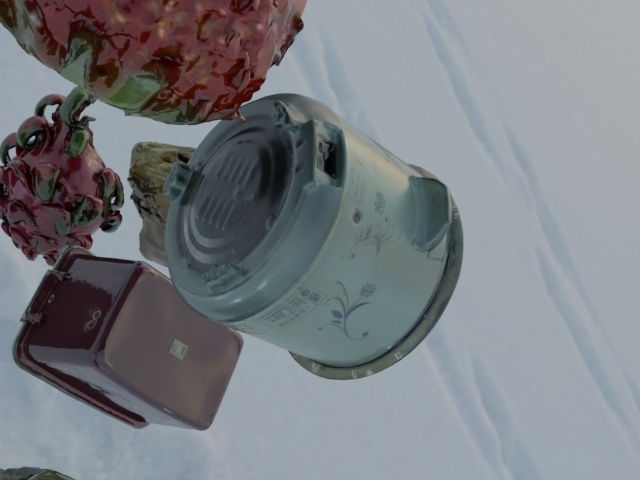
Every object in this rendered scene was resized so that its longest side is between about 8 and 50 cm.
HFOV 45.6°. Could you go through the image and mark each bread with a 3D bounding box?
[{"bbox_3d":[-0.211,-0.039,1.415,0.277,0.324,0.167,7,67,-4],"label":"bread"}]

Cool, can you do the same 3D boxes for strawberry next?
[{"bbox_3d":[-0.111,-0.265,0.617,0.292,0.344,0.292,30,1,-1],"label":"strawberry"}]

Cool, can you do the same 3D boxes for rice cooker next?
[{"bbox_3d":[0.000,0.000,0.823,0.316,0.316,0.264,22,51,-34],"label":"rice cooker"}]

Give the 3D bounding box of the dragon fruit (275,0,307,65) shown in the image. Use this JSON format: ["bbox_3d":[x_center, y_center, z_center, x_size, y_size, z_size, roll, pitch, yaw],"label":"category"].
[{"bbox_3d":[-0.169,-0.351,0.991,0.291,0.250,0.269,24,44,-22],"label":"dragon fruit"}]

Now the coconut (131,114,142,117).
[{"bbox_3d":[-0.345,-0.293,1.397,0.124,0.110,0.110,43,41,-19],"label":"coconut"}]

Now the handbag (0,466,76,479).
[{"bbox_3d":[-0.188,0.316,0.741,0.253,0.315,0.109,50,55,-32],"label":"handbag"}]

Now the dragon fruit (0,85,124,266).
[{"bbox_3d":[-0.424,-0.095,1.206,0.198,0.218,0.273,-31,131,-26],"label":"dragon fruit"}]

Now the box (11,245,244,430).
[{"bbox_3d":[-0.257,0.147,1.084,0.294,0.167,0.193,45,54,-43],"label":"box"}]
